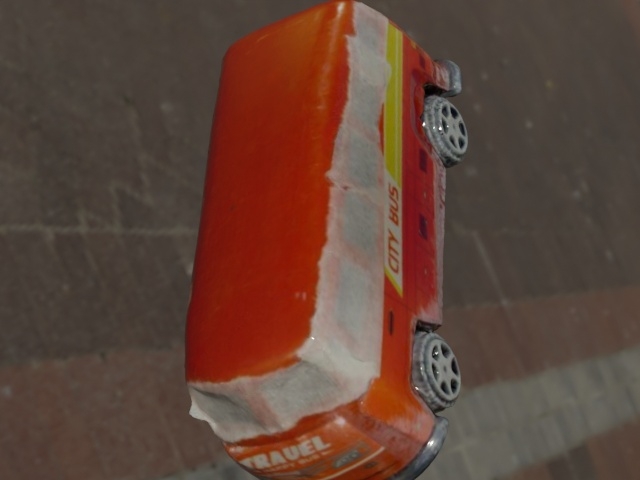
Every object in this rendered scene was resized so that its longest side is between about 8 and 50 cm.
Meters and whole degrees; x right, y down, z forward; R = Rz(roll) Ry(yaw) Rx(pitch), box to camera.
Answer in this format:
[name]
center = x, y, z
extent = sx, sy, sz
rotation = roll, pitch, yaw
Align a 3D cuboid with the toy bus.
[toy bus]
center = 0.000, 0.000, 0.546
extent = 0.077, 0.079, 0.174
rotation = 42, 42, -41
